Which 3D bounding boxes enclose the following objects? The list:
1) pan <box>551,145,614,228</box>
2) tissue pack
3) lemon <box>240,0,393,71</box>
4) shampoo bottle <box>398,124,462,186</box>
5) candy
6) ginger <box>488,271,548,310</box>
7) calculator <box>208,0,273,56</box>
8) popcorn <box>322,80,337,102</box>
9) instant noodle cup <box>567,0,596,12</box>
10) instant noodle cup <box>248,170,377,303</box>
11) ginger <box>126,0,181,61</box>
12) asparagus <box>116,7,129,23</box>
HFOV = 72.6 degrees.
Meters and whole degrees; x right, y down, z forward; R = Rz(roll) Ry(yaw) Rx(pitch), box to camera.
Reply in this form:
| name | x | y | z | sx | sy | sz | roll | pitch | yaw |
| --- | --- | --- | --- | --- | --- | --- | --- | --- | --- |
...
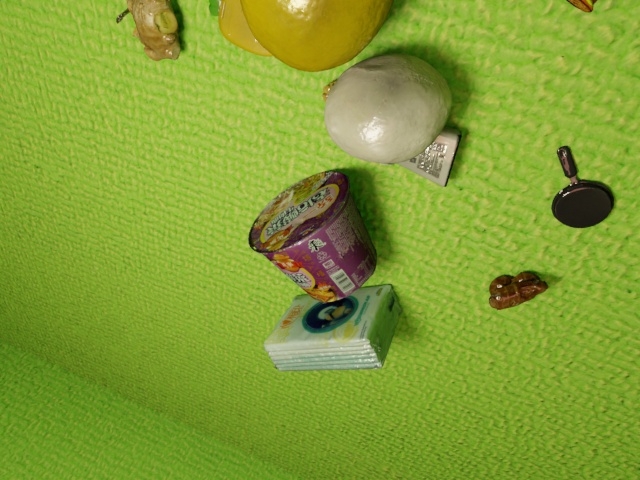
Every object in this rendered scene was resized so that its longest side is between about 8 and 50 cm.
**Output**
| name | x | y | z | sx | sy | sz | roll | pitch | yaw |
| --- | --- | --- | --- | --- | --- | --- | --- | --- | --- |
| pan | 0.628 | -0.124 | 1.070 | 0.136 | 0.028 | 0.235 | -19 | 114 | 32 |
| tissue pack | 0.046 | 0.294 | 1.457 | 0.388 | 0.287 | 0.162 | -11 | 114 | 30 |
| lemon | -0.008 | -0.519 | 0.878 | 0.348 | 0.348 | 0.347 | 12 | 127 | 16 |
| shampoo bottle | 0.212 | -0.249 | 1.138 | 0.284 | 0.071 | 0.153 | 19 | 126 | 13 |
| candy | 0.152 | -0.313 | 1.006 | 0.296 | 0.185 | 0.295 | -2 | 80 | 11 |
| ginger | 0.561 | 0.140 | 1.247 | 0.162 | 0.103 | 0.073 | -22 | 117 | 24 |
| calculator | -0.185 | -0.562 | 1.111 | 0.235 | 0.032 | 0.146 | 27 | 130 | 2 |
| popcorn | 0.043 | -0.373 | 1.131 | 0.082 | 0.057 | 0.083 | 42 | 132 | -7 |
| instant noodle cup | 0.466 | -0.537 | 0.748 | 0.213 | 0.213 | 0.174 | 40 | 120 | -7 |
| instant noodle cup | 0.000 | 0.000 | 1.272 | 0.340 | 0.339 | 0.266 | -15 | 128 | 31 |
| ginger | -0.444 | -0.590 | 1.162 | 0.157 | 0.102 | 0.216 | 24 | 137 | 37 |
| asparagus | -0.541 | -0.641 | 1.222 | 0.114 | 0.014 | 0.015 | -12 | 101 | 31 |
